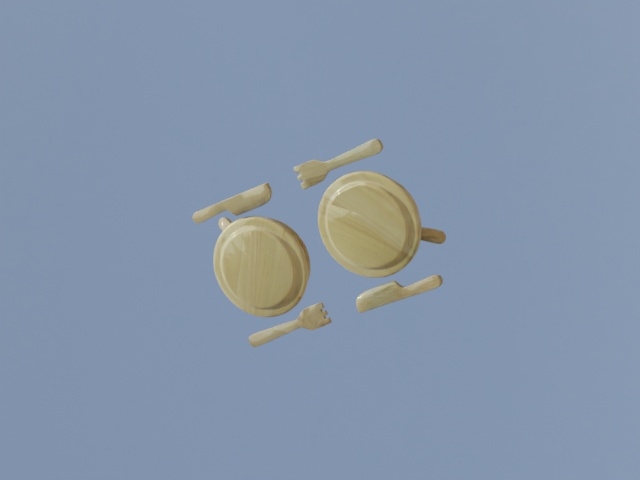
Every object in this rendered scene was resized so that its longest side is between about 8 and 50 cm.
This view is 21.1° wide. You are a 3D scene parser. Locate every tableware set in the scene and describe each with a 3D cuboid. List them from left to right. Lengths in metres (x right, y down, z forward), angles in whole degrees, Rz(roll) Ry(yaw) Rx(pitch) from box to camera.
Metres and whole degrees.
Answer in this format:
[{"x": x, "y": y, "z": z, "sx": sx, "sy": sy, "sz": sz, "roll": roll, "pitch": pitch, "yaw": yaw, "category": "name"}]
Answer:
[{"x": 0.000, "y": 0.000, "z": 1.386, "sx": 0.039, "sy": 0.194, "sz": 0.128, "roll": -34, "pitch": -78, "yaw": -59, "category": "tableware set"}]
